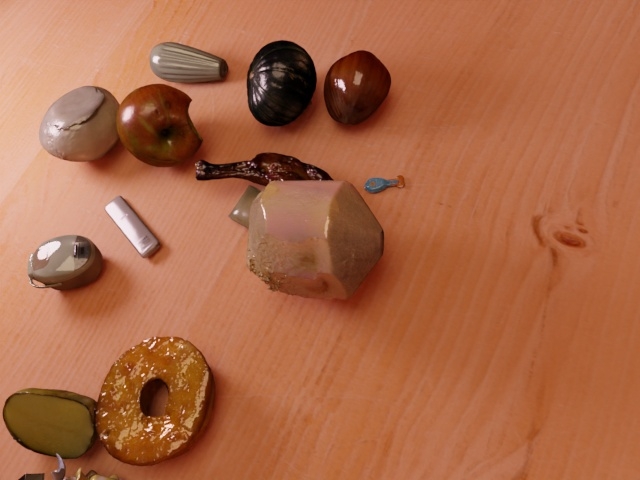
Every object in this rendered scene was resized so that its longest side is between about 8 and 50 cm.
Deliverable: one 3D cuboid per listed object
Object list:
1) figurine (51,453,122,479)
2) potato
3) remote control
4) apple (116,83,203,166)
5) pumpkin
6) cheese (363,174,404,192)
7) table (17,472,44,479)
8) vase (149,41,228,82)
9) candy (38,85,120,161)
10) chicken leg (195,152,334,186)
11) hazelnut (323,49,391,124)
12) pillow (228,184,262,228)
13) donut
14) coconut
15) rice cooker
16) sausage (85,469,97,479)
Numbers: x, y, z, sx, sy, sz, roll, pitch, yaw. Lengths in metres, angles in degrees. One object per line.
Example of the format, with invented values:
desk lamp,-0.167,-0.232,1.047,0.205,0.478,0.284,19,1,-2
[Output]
figurine,-0.539,0.578,1.294,0.183,0.209,0.128,-26,14,-15
potato,-0.642,0.434,1.424,0.271,0.111,0.161,1,101,16
remote control,-0.554,-0.041,1.697,0.067,0.029,0.261,-43,58,-8
apple,-0.476,-0.348,1.710,0.246,0.246,0.226,-34,44,-3
pumpkin,-0.112,-0.454,1.694,0.249,0.216,0.250,-31,43,35
cheese,0.171,-0.154,1.553,0.111,0.017,0.047,-7,65,12
table,-0.706,0.606,1.281,0.240,0.111,0.122,-39,49,42
vase,-0.427,-0.576,1.887,0.247,0.128,0.128,11,67,12
candy,-0.753,-0.359,1.828,0.295,0.185,0.296,-13,44,13
chicken leg,-0.144,-0.172,1.590,0.406,0.096,0.158,13,44,9
hazelnut,0.107,-0.430,1.633,0.186,0.210,0.210,-22,54,-32
pillow,-0.152,-0.071,1.581,0.208,0.053,0.119,25,70,29
donut,-0.381,0.387,1.379,0.302,0.110,0.303,-6,60,11
coconut,0.000,0.000,1.363,0.309,0.297,0.298,4,65,23
rice cooker,-0.720,0.066,1.631,0.206,0.127,0.145,-16,59,11
sausage,-0.584,0.606,1.370,0.024,0.024,0.132,34,76,28
